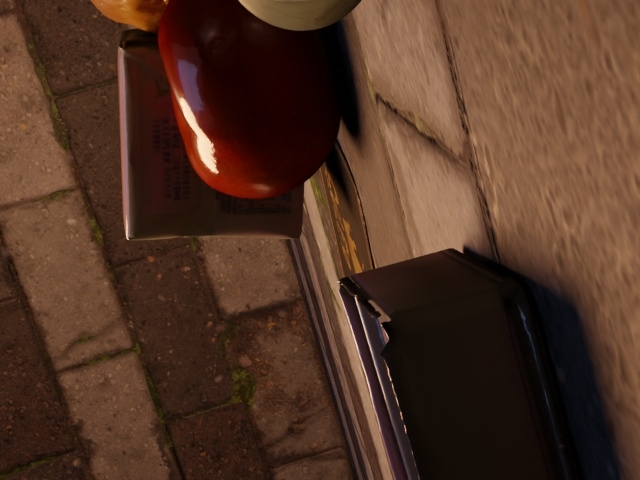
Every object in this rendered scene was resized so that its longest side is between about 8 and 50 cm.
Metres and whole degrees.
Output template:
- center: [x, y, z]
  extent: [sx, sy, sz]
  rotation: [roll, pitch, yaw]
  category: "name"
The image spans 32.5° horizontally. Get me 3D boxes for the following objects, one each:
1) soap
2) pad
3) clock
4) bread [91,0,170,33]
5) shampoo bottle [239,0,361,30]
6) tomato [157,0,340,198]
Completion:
- center: [-0.111, -0.111, 1.106]
  extent: [0.138, 0.182, 0.199]
  rotation: [-124, 34, -71]
  category: "soap"
- center: [0.000, -0.001, 1.221]
  extent: [0.315, 0.063, 0.375]
  rotation: [-110, 6, -49]
  category: "pad"
- center: [0.073, 0.108, 0.546]
  extent: [0.147, 0.071, 0.192]
  rotation: [-136, 29, -82]
  category: "clock"
- center: [-0.137, -0.313, 0.933]
  extent: [0.388, 0.183, 0.236]
  rotation: [90, 165, -78]
  category: "bread"
- center: [-0.004, -0.149, 0.422]
  extent: [0.234, 0.087, 0.118]
  rotation: [-134, 31, -82]
  category: "shampoo bottle"
- center: [-0.057, -0.130, 0.913]
  extent: [0.195, 0.136, 0.195]
  rotation: [164, 90, -84]
  category: "tomato"
